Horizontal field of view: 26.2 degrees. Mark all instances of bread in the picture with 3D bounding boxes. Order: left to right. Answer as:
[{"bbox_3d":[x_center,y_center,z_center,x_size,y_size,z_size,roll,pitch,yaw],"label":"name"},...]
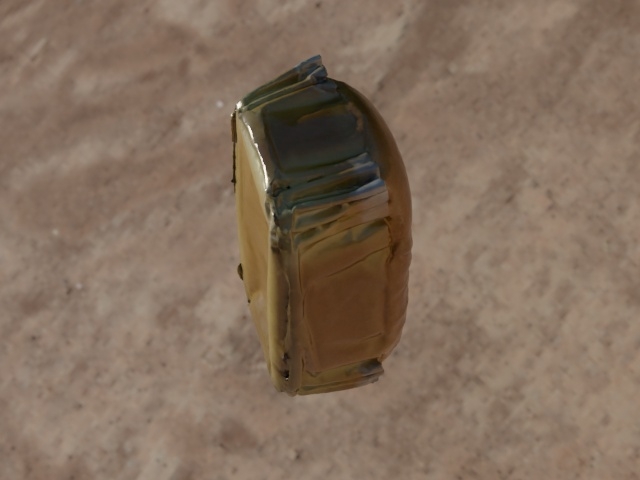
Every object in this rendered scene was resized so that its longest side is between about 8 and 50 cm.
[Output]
[{"bbox_3d":[0.000,0.000,0.968,0.107,0.241,0.136,-15,53,-12],"label":"bread"}]
